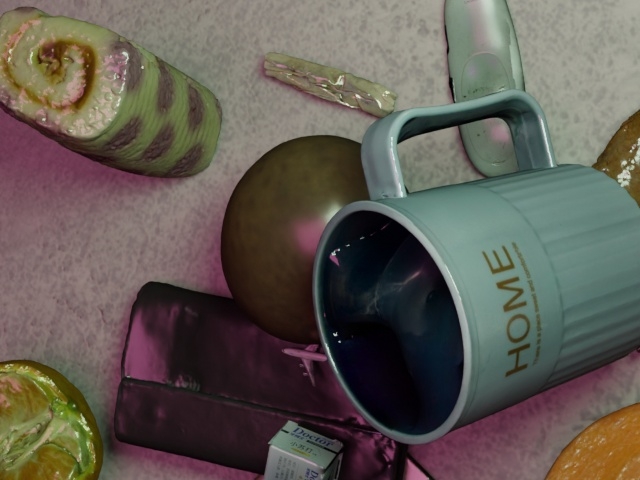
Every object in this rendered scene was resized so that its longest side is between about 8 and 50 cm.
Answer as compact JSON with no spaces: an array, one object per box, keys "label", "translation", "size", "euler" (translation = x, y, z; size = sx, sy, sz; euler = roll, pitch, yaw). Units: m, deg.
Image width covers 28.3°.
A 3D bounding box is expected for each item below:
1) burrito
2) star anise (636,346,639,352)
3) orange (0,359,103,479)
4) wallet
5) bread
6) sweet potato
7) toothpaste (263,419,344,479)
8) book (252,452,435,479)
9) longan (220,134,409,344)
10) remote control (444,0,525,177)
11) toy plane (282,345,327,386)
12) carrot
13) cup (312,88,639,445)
[{"label":"burrito","translation":[0.013,-0.205,1.663],"size":[0.185,0.041,0.045],"euler":[19,88,14]},{"label":"star anise","translation":[0.464,0.026,1.495],"size":[0.271,0.102,0.272],"euler":[1,118,2]},{"label":"orange","translation":[-0.393,0.275,1.746],"size":[0.179,0.158,0.237],"euler":[-35,81,17]},{"label":"wallet","translation":[-0.075,0.196,1.675],"size":[0.406,0.062,0.228],"euler":[9,87,21]},{"label":"bread","translation":[-0.264,-0.174,1.601],"size":[0.187,0.338,0.155],"euler":[19,91,16]},{"label":"sweet potato","translation":[0.359,-0.044,1.513],"size":[0.114,0.092,0.342],"euler":[25,96,3]},{"label":"toothpaste","translation":[-0.044,0.385,1.631],"size":[0.089,0.071,0.313],"euler":[20,119,17]},{"label":"book","translation":[0.063,0.363,1.669],"size":[0.289,0.026,0.201],"euler":[45,102,12]},{"label":"longan","translation":[0.000,0.000,1.564],"size":[0.258,0.258,0.258],"euler":[1,92,18]},{"label":"remote control","translation":[0.207,-0.206,1.598],"size":[0.097,0.045,0.256],"euler":[-12,85,18]},{"label":"toy plane","translation":[-0.009,0.147,1.613],"size":[0.084,0.024,0.078],"euler":[4,69,28]},{"label":"carrot","translation":[0.377,0.320,1.456],"size":[0.307,0.100,0.258],"euler":[-45,50,-13]},{"label":"cup","translation":[0.174,0.029,1.417],"size":[0.331,0.311,0.257],"euler":[59,143,24]}]
